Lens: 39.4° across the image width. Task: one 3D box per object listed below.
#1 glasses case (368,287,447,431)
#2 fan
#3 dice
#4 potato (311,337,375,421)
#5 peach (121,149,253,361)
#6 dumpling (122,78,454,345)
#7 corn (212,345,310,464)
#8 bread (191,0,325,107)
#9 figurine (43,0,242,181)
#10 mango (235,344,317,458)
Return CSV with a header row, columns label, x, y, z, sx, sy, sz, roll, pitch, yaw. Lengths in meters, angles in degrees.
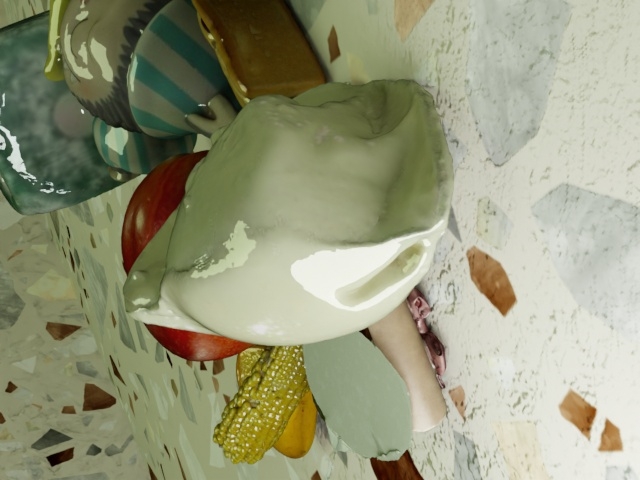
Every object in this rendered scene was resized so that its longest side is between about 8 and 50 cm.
label,x,y,z,sx,sy,sz,roll,pitch,yaw
glasses case,0.098,0.108,1.001,0.102,0.070,0.193,22,-133,-83
fan,0.028,0.220,1.041,0.182,0.010,0.310,43,138,31
dice,-0.505,-0.262,1.714,0.348,0.330,0.328,24,137,61
potato,0.040,0.182,1.108,0.117,0.090,0.225,64,165,12
peach,-0.147,0.022,1.182,0.245,0.248,0.275,45,-134,-78
dumpling,-0.030,-0.040,0.927,0.233,0.395,0.315,46,-145,-32
corn,-0.061,0.201,1.254,0.320,0.097,0.097,-59,46,27
bread,-0.078,-0.237,1.094,0.200,0.116,0.077,63,157,25
figurine,-0.218,-0.192,1.268,0.378,0.266,0.361,49,152,46
mango,-0.057,0.238,1.378,0.141,0.102,0.217,-2,109,38
